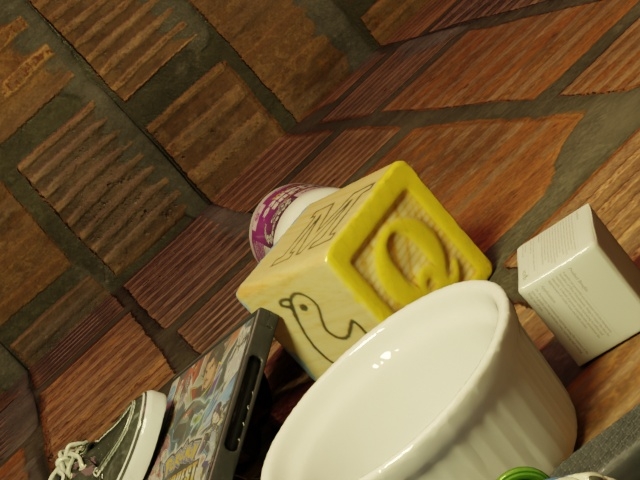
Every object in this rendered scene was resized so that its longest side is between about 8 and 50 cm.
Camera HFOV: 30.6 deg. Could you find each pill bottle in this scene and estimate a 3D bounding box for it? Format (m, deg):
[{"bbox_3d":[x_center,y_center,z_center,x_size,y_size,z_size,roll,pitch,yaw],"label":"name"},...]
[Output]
[{"bbox_3d":[0.000,0.000,1.763,0.169,0.169,0.301,-43,14,-8],"label":"pill bottle"}]

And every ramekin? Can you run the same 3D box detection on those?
[{"bbox_3d":[0.093,0.177,1.041,0.277,0.135,0.277,-38,14,11],"label":"ramekin"}]

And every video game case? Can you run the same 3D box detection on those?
[{"bbox_3d":[-0.151,0.238,1.433,0.275,0.035,0.248,-41,27,52],"label":"video game case"}]

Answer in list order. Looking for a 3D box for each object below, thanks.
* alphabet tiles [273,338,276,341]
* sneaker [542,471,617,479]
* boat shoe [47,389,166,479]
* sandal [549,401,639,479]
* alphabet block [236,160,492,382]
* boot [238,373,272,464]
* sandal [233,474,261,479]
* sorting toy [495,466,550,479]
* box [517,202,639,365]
[{"bbox_3d":[-0.050,0.129,1.641,0.198,0.009,0.237,-28,-4,39],"label":"alphabet tiles"},{"bbox_3d":[0.086,0.289,0.802,0.330,0.130,0.147,-40,-1,-9],"label":"sneaker"},{"bbox_3d":[-0.304,0.318,1.526,0.306,0.104,0.113,-59,15,16],"label":"boat shoe"},{"bbox_3d":[0.271,0.142,0.870,0.254,0.054,0.097,-44,3,31],"label":"sandal"},{"bbox_3d":[0.054,0.049,1.430,0.197,0.192,0.193,-25,23,52],"label":"alphabet block"},{"bbox_3d":[-0.132,0.237,1.571,0.106,0.082,0.219,-34,17,18],"label":"boot"},{"bbox_3d":[-0.116,0.304,1.388,0.180,0.049,0.072,-28,19,44],"label":"sandal"},{"bbox_3d":[0.139,0.208,0.896,0.042,0.061,0.102,-104,26,-69],"label":"sorting toy"},{"bbox_3d":[0.249,0.040,1.108,0.087,0.101,0.102,-35,15,22],"label":"box"}]
